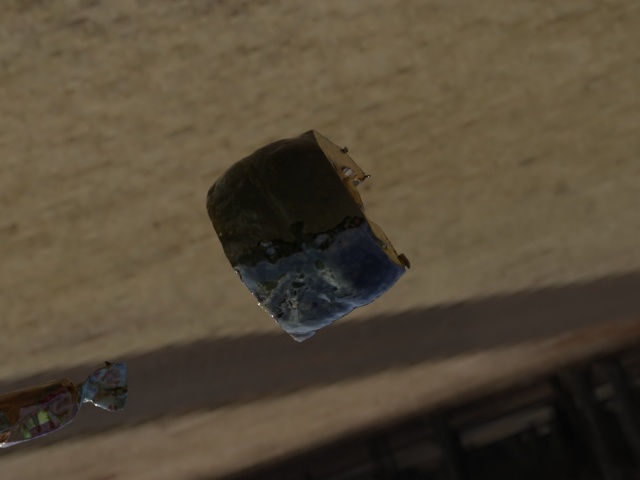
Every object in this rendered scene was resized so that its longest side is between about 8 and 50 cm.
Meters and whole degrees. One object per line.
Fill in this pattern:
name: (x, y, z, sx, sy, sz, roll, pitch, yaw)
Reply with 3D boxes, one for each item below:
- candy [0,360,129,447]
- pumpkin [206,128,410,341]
candy: (-0.262, 0.158, 1.721, 0.182, 0.053, 0.046, -17, -170, -16)
pumpkin: (0.001, -0.001, 1.854, 0.139, 0.190, 0.280, -35, 165, 10)
